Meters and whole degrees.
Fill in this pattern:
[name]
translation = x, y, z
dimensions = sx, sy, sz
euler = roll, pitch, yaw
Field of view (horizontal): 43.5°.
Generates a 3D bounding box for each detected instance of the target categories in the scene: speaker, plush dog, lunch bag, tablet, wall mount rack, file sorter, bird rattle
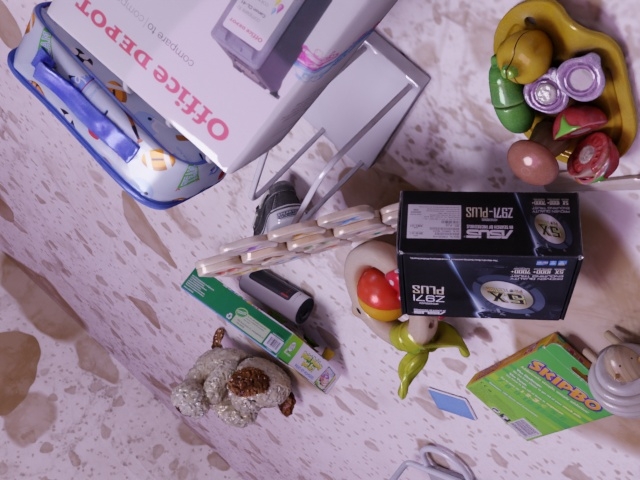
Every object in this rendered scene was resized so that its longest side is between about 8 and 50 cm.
[speaker]
translation = -0.078, 0.097, 1.436
dimensions = 0.136, 0.055, 0.055
euler = 29, 150, 28
[plush dog]
translation = -0.166, 0.311, 1.776
dimensions = 0.225, 0.211, 0.262
euler = 5, 165, 31
[lunch bag]
translation = -0.246, -0.187, 1.043
dimensions = 0.303, 0.243, 0.115
euler = 44, 120, 1
[tablet]
translation = 0.219, 0.272, 1.337
dimensions = 0.083, 0.006, 0.054
euler = 8, 136, 48
[wall mount rack]
translation = 0.286, 0.554, 1.514
dimensions = 0.304, 0.130, 0.350
euler = 11, 139, 47
[file sorter]
translation = -0.062, -0.170, 0.904
dimensions = 0.277, 0.173, 0.193
euler = 41, 154, 4
[bird rattle]
translation = 0.104, 0.083, 1.088
dimensions = 0.207, 0.143, 0.253
euler = 31, 149, 37

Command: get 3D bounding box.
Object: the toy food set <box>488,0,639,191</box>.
[toy food set]
translation = 0.213, -0.106, 0.731
dimensions = 0.128, 0.071, 0.218
euler = 11, 139, 47

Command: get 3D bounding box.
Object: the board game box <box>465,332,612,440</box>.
[board game box]
translation = 0.304, 0.203, 1.092
dimensions = 0.124, 0.039, 0.259
euler = 41, 156, 3

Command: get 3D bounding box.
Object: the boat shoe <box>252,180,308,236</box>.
[boat shoe]
translation = -0.065, -0.027, 1.235
dimensions = 0.219, 0.078, 0.070
euler = 125, 132, -66

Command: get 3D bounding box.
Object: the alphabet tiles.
[alphabet tiles]
translation = 0.000, 0.000, 0.966
dimensions = 0.278, 0.284, 0.021
euler = 13, -118, -77

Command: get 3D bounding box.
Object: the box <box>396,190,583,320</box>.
[box]
translation = 0.173, 0.018, 0.848
dimensions = 0.180, 0.077, 0.147
euler = 2, 150, 9

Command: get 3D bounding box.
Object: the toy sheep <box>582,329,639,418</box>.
[toy sheep]
translation = 0.349, 0.159, 0.918
dimensions = 0.091, 0.091, 0.132
euler = 19, 158, 40

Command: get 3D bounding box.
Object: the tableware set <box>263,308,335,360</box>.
[tableware set]
translation = -0.038, 0.171, 1.487
dimensions = 0.154, 0.024, 0.104
euler = 39, 171, -13

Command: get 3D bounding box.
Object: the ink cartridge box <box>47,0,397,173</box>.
[ink cartridge box]
translation = -0.050, -0.244, 0.673
dimensions = 0.226, 0.131, 0.306
euler = 42, 117, 0

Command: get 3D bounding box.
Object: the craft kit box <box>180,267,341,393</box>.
[craft kit box]
translation = -0.105, 0.168, 1.477
dimensions = 0.250, 0.061, 0.246
euler = 31, 168, 31
